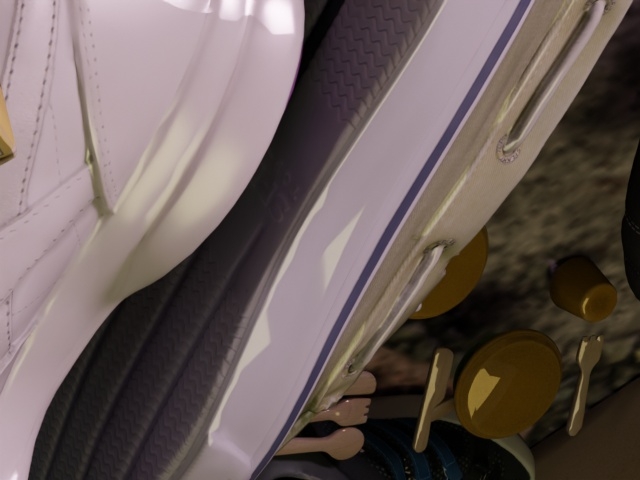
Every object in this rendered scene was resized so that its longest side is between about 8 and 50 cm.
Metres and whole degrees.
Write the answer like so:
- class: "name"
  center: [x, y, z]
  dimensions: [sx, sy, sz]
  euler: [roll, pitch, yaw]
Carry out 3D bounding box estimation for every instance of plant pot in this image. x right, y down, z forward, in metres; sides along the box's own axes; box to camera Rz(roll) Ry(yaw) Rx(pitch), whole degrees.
- class: "plant pot"
  center: [0.148, 0.140, 0.883]
  dimensions: [0.109, 0.096, 0.109]
  euler: [-37, 140, 22]

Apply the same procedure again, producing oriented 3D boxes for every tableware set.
- class: "tableware set"
  center: [0.043, 0.029, 0.738]
  dimensions: [0.154, 0.024, 0.104]
  euler: [-1, 115, -27]

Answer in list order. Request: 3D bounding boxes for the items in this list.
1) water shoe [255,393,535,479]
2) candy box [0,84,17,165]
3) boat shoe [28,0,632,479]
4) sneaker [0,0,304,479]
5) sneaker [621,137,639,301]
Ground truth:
- class: "water shoe"
  center: [0.012, 0.106, 0.786]
  dimensions: [0.203, 0.080, 0.073]
  euler: [14, 133, -38]
- class: "candy box"
  center: [-0.118, -0.099, 0.363]
  dimensions: [0.053, 0.109, 0.187]
  euler: [-20, 145, 0]
- class: "boat shoe"
  center: [0.000, 0.000, 0.617]
  dimensions: [0.094, 0.109, 0.302]
  euler: [8, 131, -37]
- class: "sneaker"
  center: [-0.135, 0.019, 0.545]
  dimensions: [0.152, 0.114, 0.305]
  euler: [26, 97, -37]
- class: "sneaker"
  center: [0.224, -0.014, 0.703]
  dimensions: [0.271, 0.100, 0.108]
  euler: [5, 118, -21]
